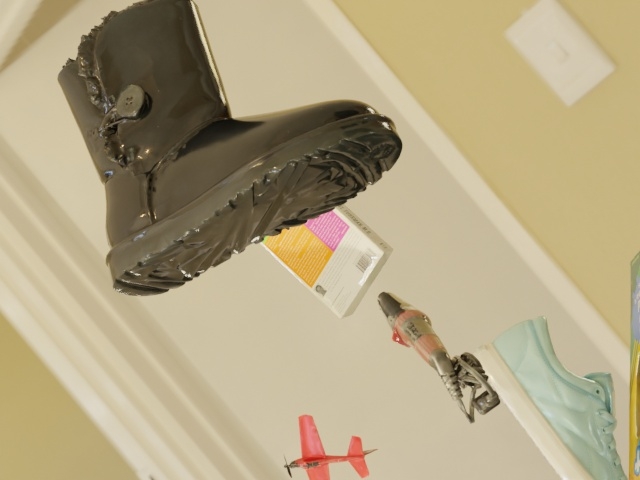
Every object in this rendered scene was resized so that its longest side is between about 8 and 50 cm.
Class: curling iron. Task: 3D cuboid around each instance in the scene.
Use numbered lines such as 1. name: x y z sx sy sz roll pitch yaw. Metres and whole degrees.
1. curling iron: 0.083 0.084 0.866 0.035 0.068 0.274 -35 16 -4

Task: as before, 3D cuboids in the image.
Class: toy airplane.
1. toy airplane: 0.014 0.341 1.603 0.151 0.151 0.028 -40 0 15

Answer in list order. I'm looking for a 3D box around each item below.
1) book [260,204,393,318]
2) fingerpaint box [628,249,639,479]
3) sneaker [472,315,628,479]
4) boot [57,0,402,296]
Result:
1. book: 0.000 0.000 1.104 0.035 0.144 0.096 -15 -37 -52
2. fingerpaint box: 0.457 0.103 1.054 0.445 0.163 0.371 100 179 -64
3. sneaker: 0.386 0.268 1.503 0.150 0.366 0.135 -39 -10 7
4. boot: -0.080 -0.098 0.748 0.246 0.207 0.094 -28 -23 25
